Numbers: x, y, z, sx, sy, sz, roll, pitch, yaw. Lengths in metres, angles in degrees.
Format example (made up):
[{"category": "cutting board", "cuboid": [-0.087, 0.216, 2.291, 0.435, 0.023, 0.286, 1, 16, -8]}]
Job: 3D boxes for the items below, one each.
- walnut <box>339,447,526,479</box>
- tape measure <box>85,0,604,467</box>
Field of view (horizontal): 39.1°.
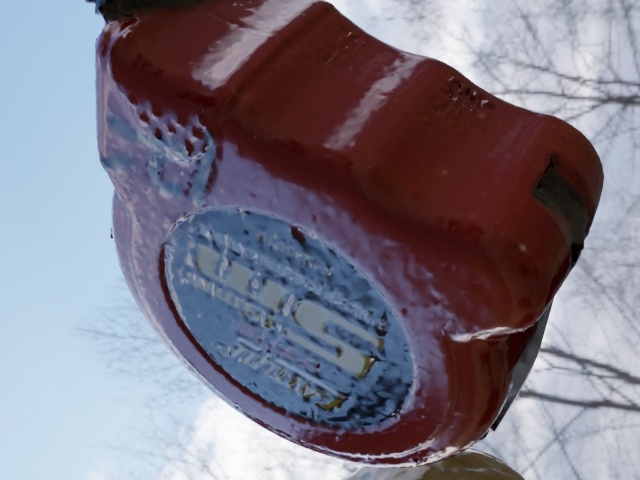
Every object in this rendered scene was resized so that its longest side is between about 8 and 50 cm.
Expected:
[{"category": "walnut", "cuboid": [0.114, 0.385, 1.028, 0.333, 0.332, 0.333, -12, -76, -61]}, {"category": "tape measure", "cuboid": [0.001, 0.000, 0.477, 0.114, 0.253, 0.260, -51, -16, -39]}]
